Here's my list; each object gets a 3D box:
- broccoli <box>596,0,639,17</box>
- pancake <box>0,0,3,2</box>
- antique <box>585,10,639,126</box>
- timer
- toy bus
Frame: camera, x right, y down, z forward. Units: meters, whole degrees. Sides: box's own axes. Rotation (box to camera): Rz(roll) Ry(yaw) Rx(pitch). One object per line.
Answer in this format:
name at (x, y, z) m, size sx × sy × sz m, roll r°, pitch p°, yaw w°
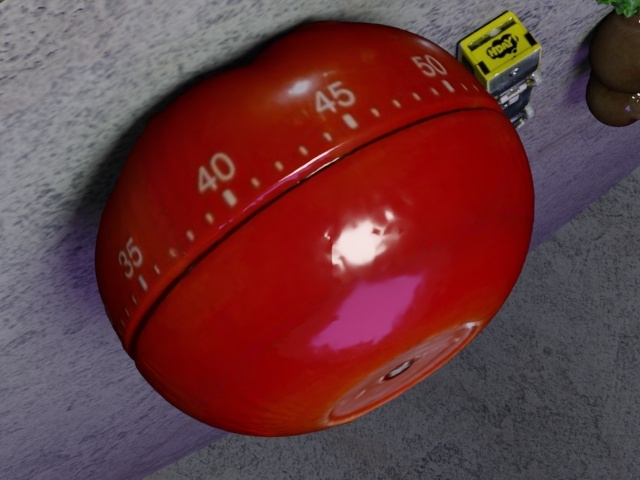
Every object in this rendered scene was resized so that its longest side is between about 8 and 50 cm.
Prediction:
broccoli at (0.180, -0.193, 0.418) m, size 0.261 × 0.242 × 0.269 m, roll -15°, pitch 137°, yaw 4°
pancake at (-0.214, -0.140, 0.354) m, size 0.241 × 0.050 × 0.242 m, roll -23°, pitch 154°, yaw -12°
antique at (0.425, -0.234, 1.290) m, size 0.143 × 0.121 × 0.257 m, roll -26°, pitch 166°, yaw 0°
timer at (0.000, 0.000, 0.825) m, size 0.377 × 0.279 × 0.378 m, roll -29°, pitch 163°, yaw -10°
toy bus at (0.197, -0.171, 1.092) m, size 0.081 × 0.074 × 0.226 m, roll -34°, pitch 166°, yaw 0°
